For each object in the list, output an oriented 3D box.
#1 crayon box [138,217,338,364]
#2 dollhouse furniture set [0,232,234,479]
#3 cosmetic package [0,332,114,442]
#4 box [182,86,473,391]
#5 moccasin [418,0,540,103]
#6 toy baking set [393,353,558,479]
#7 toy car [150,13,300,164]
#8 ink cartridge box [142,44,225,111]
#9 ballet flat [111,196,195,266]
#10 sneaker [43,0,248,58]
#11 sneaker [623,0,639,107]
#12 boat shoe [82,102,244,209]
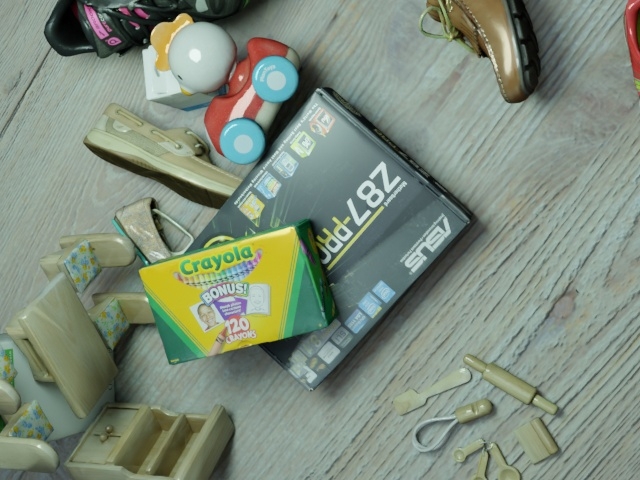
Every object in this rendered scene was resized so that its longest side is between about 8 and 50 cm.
[{"bbox_3d":[-0.129,0.082,1.357,0.279,0.081,0.165,-16,95,18],"label":"crayon box"},{"bbox_3d":[-0.350,0.240,1.434,0.257,0.362,0.394,-3,125,25],"label":"dollhouse furniture set"},{"bbox_3d":[-0.537,0.260,1.518,0.155,0.366,0.196,-2,90,26],"label":"cosmetic package"},{"bbox_3d":[0.000,0.000,1.402,0.318,0.097,0.395,43,106,3],"label":"box"},{"bbox_3d":[0.220,-0.373,1.319,0.147,0.139,0.379,-29,77,22],"label":"moccasin"},{"bbox_3d":[0.243,0.283,1.354,0.256,0.030,0.196,35,103,21],"label":"toy baking set"},{"bbox_3d":[-0.175,-0.263,1.400,0.238,0.219,0.210,27,102,-11],"label":"toy car"},{"bbox_3d":[-0.245,-0.292,1.520,0.090,0.143,0.092,-9,86,24],"label":"ink cartridge box"},{"bbox_3d":[-0.259,0.046,1.549,0.106,0.107,0.316,-34,76,-9],"label":"ballet flat"},{"bbox_3d":[-0.299,-0.397,1.461,0.483,0.185,0.202,-6,42,45],"label":"sneaker"},{"bbox_3d":[0.486,-0.225,1.208,0.107,0.118,0.278,-22,79,23],"label":"sneaker"},{"bbox_3d":[-0.258,-0.154,1.536,0.341,0.121,0.110,24,76,10],"label":"boat shoe"}]
